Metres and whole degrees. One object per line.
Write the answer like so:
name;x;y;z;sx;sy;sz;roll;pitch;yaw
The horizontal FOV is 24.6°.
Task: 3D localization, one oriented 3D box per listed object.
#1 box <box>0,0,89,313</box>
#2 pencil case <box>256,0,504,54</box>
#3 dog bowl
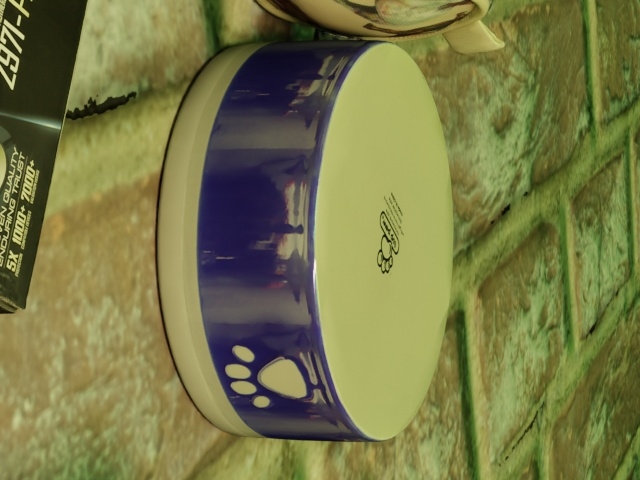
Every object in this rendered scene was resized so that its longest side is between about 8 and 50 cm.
box;-0.173;-0.059;0.466;0.077;0.180;0.147;44;52;-61
pencil case;0.054;-0.332;1.011;0.183;0.160;0.410;21;70;-44
dog bowl;0.000;0.000;0.970;0.265;0.104;0.265;0;90;-67
